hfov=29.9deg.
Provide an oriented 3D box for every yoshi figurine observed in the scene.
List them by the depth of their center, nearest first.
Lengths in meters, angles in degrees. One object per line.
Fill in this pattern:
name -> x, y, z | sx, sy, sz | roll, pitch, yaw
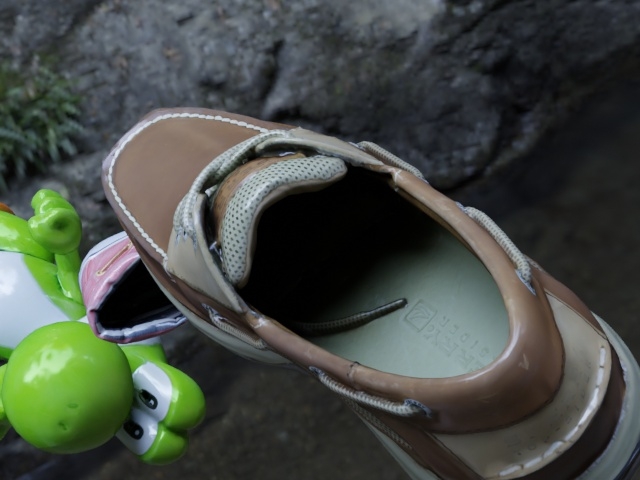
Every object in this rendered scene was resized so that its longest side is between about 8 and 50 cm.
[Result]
yoshi figurine -> -0.267, 0.077, 1.074 | 0.362, 0.203, 0.203 | 30, 46, 27

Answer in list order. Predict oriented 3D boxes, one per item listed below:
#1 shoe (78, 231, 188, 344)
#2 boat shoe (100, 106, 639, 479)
shoe -> -0.062, 0.003, 0.721 | 0.178, 0.063, 0.081 | -28, 22, -3
boat shoe -> 0.000, 0.000, 0.527 | 0.324, 0.120, 0.122 | 29, 76, 43
